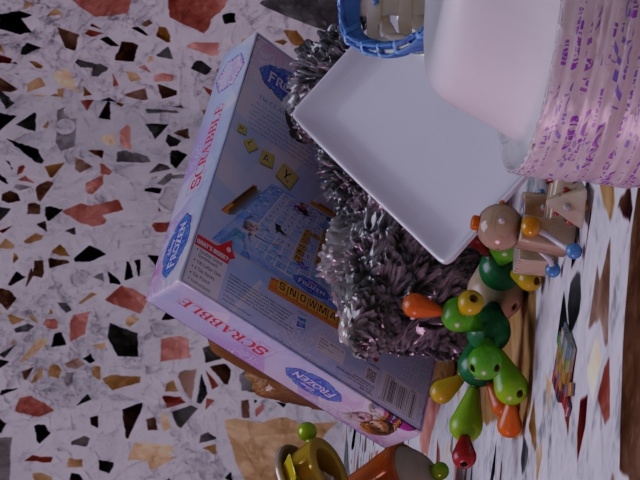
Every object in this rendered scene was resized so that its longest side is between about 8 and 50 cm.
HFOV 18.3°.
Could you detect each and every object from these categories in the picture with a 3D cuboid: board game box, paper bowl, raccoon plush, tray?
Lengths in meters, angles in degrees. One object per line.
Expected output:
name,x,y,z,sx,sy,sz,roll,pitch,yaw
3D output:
board game box,0.000,0.000,2.031,0.066,0.318,0.318,-27,38,45
paper bowl,0.146,-0.179,1.217,0.284,0.148,0.284,-174,90,-89
raccoon plush,0.096,-0.085,1.820,0.446,0.216,0.299,104,160,-56
tray,0.091,-0.093,1.688,0.145,0.030,0.270,-48,44,4

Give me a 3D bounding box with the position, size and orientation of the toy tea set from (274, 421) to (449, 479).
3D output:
toy tea set,0.083,0.332,1.996,0.200,0.124,0.336,24,-139,-56

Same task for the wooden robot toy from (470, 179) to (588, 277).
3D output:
wooden robot toy,0.153,-0.017,1.510,0.173,0.079,0.076,110,164,-80

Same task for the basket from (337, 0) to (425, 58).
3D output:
basket,0.055,-0.247,1.580,0.255,0.289,0.201,-170,86,-75

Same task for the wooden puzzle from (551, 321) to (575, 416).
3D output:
wooden puzzle,0.180,0.093,1.471,0.083,0.006,0.049,-91,7,-70

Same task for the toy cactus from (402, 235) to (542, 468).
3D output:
toy cactus,0.136,0.068,1.693,0.180,0.112,0.219,-70,-20,-58

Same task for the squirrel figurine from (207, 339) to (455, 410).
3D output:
squirrel figurine,0.028,0.001,2.369,0.397,0.281,0.370,110,172,-71
